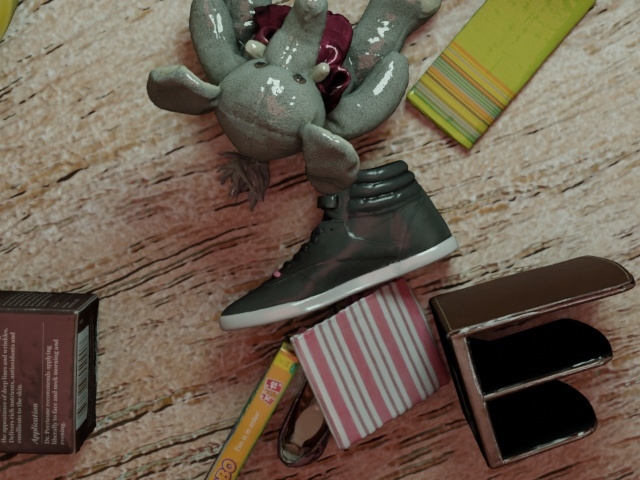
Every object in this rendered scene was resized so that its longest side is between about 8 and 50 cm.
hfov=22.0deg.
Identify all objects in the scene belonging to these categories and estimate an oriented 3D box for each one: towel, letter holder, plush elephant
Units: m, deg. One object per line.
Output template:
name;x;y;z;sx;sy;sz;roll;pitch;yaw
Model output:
towel;0.212;-0.227;1.944;0.102;0.021;0.237;40;93;-8
letter holder;0.252;0.122;1.831;0.214;0.302;0.152;-17;95;1
towel;0.058;0.141;1.914;0.197;0.029;0.144;-27;96;-39
plush elephant;-0.039;-0.184;1.829;0.271;0.255;0.330;22;95;-2

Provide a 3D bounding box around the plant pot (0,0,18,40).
plant pot;-0.468;-0.261;1.793;0.254;0.239;0.254;0;120;0

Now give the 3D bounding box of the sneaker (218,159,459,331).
sneaker;0.000;0.000;1.926;0.295;0.104;0.147;-23;93;-4

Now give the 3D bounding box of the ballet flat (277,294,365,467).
ballet flat;0.010;0.172;1.948;0.076;0.079;0.222;25;94;0

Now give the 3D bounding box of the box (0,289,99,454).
box;-0.367;0.148;1.903;0.203;0.167;0.169;3;95;0

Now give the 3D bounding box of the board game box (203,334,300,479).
board game box;-0.093;0.236;1.931;0.039;0.124;0.259;27;94;0
